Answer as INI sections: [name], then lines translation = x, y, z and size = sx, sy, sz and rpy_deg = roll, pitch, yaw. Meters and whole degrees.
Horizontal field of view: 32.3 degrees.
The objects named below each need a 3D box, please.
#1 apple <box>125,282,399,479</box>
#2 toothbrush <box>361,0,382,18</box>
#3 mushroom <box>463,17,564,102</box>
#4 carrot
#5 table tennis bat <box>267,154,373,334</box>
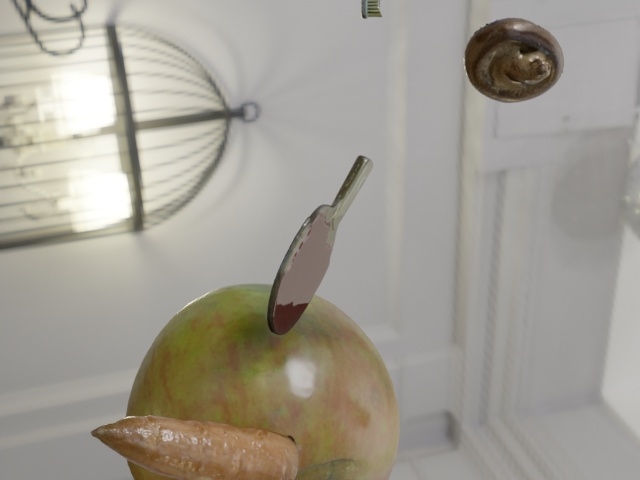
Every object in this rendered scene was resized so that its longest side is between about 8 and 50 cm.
[apple]
translation = -0.077, 0.220, 1.357
size = 0.339, 0.339, 0.339
rpy_deg = 170, -90, -76
[toothbrush]
translation = 0.097, -0.521, 1.755
size = 0.028, 0.037, 0.375
rpy_deg = 58, 37, -69
[mushroom]
translation = 0.244, -0.228, 1.393
size = 0.109, 0.126, 0.085
rpy_deg = -18, -134, 52
[carrot]
translation = -0.122, 0.198, 1.039
size = 0.072, 0.205, 0.072
rpy_deg = -36, -135, 46
[table tennis bat]
translation = 0.000, 0.000, 1.224
size = 0.234, 0.022, 0.131
rpy_deg = -61, 161, -25
